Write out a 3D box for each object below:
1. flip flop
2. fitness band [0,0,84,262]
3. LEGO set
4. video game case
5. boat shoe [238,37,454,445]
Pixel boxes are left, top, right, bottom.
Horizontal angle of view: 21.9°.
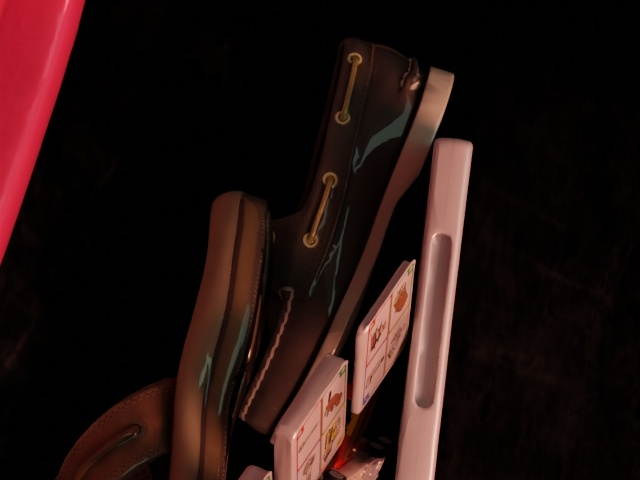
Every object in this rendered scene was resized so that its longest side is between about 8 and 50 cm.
[{"bbox_3d":[-0.082,0.101,0.795,0.112,0.080,0.277,102,0,-71],"label":"flip flop"},{"bbox_3d":[-0.144,-0.057,0.646,0.209,0.054,0.291,113,-6,-74],"label":"fitness band"},{"bbox_3d":[-0.019,0.132,0.837,0.182,0.060,0.244,-54,160,-30],"label":"LEGO set"},{"bbox_3d":[0.062,0.040,0.922,0.201,0.023,0.183,4,93,-86],"label":"video game case"},{"bbox_3d":[0.000,0.000,0.905,0.081,0.069,0.227,122,-8,-79],"label":"boat shoe"}]
